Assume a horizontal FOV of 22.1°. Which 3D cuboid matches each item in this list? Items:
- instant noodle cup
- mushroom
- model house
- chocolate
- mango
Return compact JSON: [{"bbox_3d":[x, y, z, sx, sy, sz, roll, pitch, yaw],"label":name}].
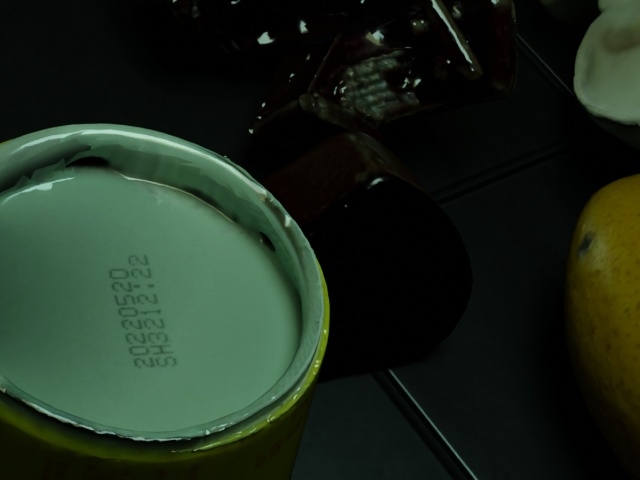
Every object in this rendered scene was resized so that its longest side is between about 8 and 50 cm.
[{"bbox_3d":[-0.100,0.083,0.651,0.215,0.236,0.216,11,46,-11],"label":"instant noodle cup"},{"bbox_3d":[0.254,-0.100,1.024,0.236,0.173,0.162,25,79,52],"label":"mushroom"},{"bbox_3d":[0.001,-0.142,0.944,0.164,0.141,0.203,-10,58,-40],"label":"model house"},{"bbox_3d":[0.000,0.000,0.845,0.148,0.125,0.080,-10,39,-22],"label":"chocolate"},{"bbox_3d":[0.238,0.072,0.835,0.191,0.160,0.290,-41,61,-20],"label":"mango"}]
